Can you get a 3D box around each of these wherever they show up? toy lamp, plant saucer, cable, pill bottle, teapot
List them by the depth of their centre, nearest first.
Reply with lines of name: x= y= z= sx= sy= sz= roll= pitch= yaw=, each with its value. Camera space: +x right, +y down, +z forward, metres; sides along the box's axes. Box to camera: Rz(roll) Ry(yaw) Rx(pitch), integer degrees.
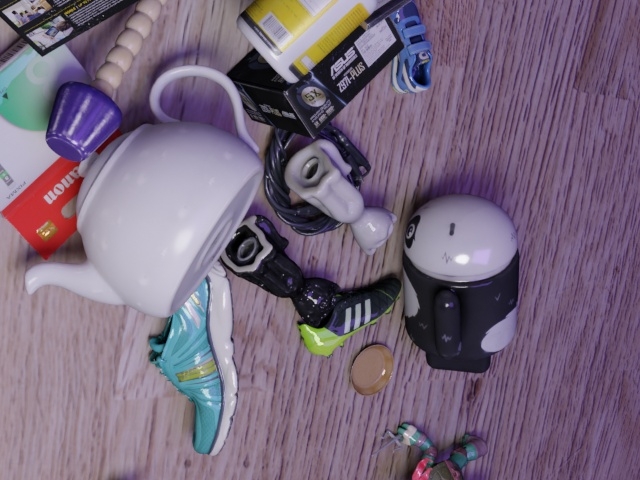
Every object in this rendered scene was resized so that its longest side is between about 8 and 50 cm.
toy lamp: x=-0.227 y=-0.210 z=1.202 sx=0.080 sy=0.080 sz=0.274 roll=45 pitch=56 yaw=-36
pill bottle: x=0.000 y=-0.278 z=1.230 sx=0.184 sy=0.103 sz=0.103 roll=-42 pitch=127 yaw=6
teapot: x=-0.196 y=-0.050 z=1.249 sx=0.252 sy=0.187 sz=0.256 roll=-59 pitch=176 yaw=34
cable: x=-0.017 y=-0.094 z=1.464 sx=0.150 sy=0.047 sz=0.184 roll=-51 pitch=129 yaw=-6
plant saucer: x=0.076 y=0.198 z=1.632 sx=0.083 sy=0.015 sz=0.083 roll=-11 pitch=109 yaw=-33

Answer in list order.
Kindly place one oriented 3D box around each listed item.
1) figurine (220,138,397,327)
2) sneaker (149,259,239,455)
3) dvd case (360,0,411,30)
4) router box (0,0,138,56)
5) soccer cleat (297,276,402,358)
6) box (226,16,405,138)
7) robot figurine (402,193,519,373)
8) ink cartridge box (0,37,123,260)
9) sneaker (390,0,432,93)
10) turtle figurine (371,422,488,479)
figurine: x=0.000 y=0.000 z=1.442 sx=0.215 sy=0.092 sz=0.209 roll=-50 pitch=136 yaw=-2
sneaker: x=-0.171 y=0.153 z=1.405 sx=0.110 sy=0.107 sz=0.275 roll=-8 pitch=103 yaw=-16
dvd case: x=0.044 y=-0.375 z=1.333 sx=0.164 sy=0.221 sz=0.018 roll=-37 pitch=162 yaw=-22
router box: x=-0.257 y=-0.282 z=1.090 sx=0.179 sy=0.046 sz=0.133 roll=-26 pitch=142 yaw=13
soccer cleat: x=0.046 y=0.098 z=1.556 sx=0.179 sy=0.060 sz=0.072 roll=-37 pitch=109 yaw=-21
box: x=-0.008 y=-0.228 z=1.359 sx=0.180 sy=0.147 sz=0.077 roll=-46 pitch=126 yaw=-15
robot figurine: x=0.205 y=0.065 z=1.576 sx=0.174 sy=0.209 sz=0.278 roll=-18 pitch=126 yaw=-18
ink cartridge box: x=-0.318 y=-0.106 z=1.232 sx=0.181 sy=0.056 sz=0.224 roll=-46 pitch=124 yaw=-15
sneaker: x=0.130 y=-0.276 z=1.500 sx=0.053 sy=0.059 sz=0.144 roll=-21 pitch=115 yaw=-27
turtle figurine: x=0.179 y=0.388 z=1.709 sx=0.234 sy=0.118 sz=0.175 roll=-2 pitch=105 yaw=-41
